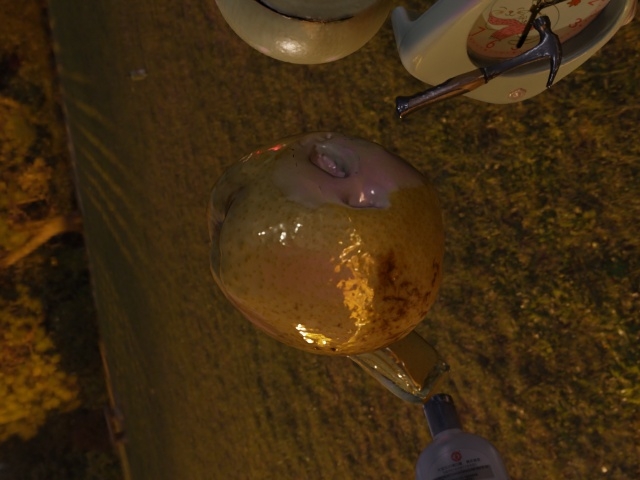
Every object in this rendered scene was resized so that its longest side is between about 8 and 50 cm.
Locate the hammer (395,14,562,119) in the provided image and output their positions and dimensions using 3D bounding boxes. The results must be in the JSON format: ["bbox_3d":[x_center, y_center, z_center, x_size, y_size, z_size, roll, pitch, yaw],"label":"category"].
[{"bbox_3d":[0.183,-0.186,0.829,0.021,0.201,0.078,-19,-93,-81],"label":"hammer"}]

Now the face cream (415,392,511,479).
[{"bbox_3d":[0.218,0.371,1.093,0.071,0.144,0.291,74,180,-46],"label":"face cream"}]

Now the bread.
[{"bbox_3d":[0.081,0.132,0.858,0.156,0.064,0.117,43,159,-15],"label":"bread"}]

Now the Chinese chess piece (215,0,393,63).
[{"bbox_3d":[-0.029,-0.500,1.319,0.146,0.350,0.349,121,131,-67],"label":"Chinese chess piece"}]

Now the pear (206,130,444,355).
[{"bbox_3d":[0.000,0.000,0.520,0.178,0.178,0.178,47,145,50],"label":"pear"}]

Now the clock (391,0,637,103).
[{"bbox_3d":[0.280,-0.319,0.944,0.324,0.265,0.108,-37,54,44],"label":"clock"}]
